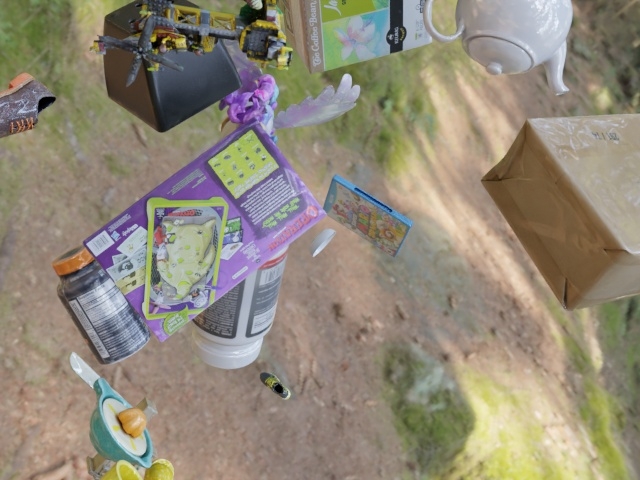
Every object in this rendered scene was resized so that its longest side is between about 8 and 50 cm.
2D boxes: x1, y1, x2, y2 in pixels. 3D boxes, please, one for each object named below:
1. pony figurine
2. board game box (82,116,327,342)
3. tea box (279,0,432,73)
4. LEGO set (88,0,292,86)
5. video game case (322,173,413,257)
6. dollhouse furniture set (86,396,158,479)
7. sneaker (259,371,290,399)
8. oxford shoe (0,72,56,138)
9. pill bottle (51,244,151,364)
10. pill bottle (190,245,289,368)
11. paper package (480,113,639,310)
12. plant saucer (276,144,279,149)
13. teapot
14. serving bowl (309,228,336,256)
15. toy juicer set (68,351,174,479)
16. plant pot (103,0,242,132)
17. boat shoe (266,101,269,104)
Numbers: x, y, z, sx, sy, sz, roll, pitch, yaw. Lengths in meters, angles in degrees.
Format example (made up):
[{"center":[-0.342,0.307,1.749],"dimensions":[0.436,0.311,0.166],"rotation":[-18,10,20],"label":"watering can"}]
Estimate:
[{"center":[-0.140,-0.242,1.677],"dimensions":[0.303,0.351,0.363],"rotation":[30,66,-22],"label":"pony figurine"},{"center":[-0.186,-0.020,1.356],"dimensions":[0.208,0.347,0.056],"rotation":[54,-10,-5],"label":"board game box"},{"center":[0.075,-0.609,1.911],"dimensions":[0.220,0.324,0.329],"rotation":[-118,-164,-45],"label":"tea box"},{"center":[-0.118,-0.316,0.976],"dimensions":[0.255,0.331,0.192],"rotation":[11,44,-19],"label":"LEGO set"},{"center":[0.084,-0.043,1.518],"dimensions":[0.166,0.015,0.119],"rotation":[33,-30,8],"label":"video game case"},{"center":[-0.373,0.450,1.687],"dimensions":[0.101,0.182,0.161],"rotation":[44,1,-28],"label":"dollhouse furniture set"},{"center":[-0.099,0.309,1.777],"dimensions":[0.083,0.031,0.035],"rotation":[33,-14,24],"label":"sneaker"},{"center":[-0.703,-0.284,1.882],"dimensions":[0.098,0.097,0.271],"rotation":[29,48,-5],"label":"oxford shoe"},{"center":[-0.472,0.131,1.752],"dimensions":[0.130,0.130,0.245],"rotation":[-85,151,-71],"label":"pill bottle"},{"center":[-0.200,0.111,1.912],"dimensions":[0.210,0.362,0.210],"rotation":[9,35,-6],"label":"pill bottle"},{"center":[0.499,-0.062,1.426],"dimensions":[0.325,0.168,0.309],"rotation":[-9,56,-31],"label":"paper package"},{"center":[-0.082,-0.091,1.555],"dimensions":[0.192,0.018,0.067],"rotation":[99,-27,-53],"label":"plant saucer"},{"center":[0.374,-0.427,1.682],"dimensions":[0.256,0.187,0.252],"rotation":[16,-12,36],"label":"teapot"},{"center":[0.000,0.000,1.991],"dimensions":[0.027,0.083,0.083],"rotation":[43,13,8],"label":"serving bowl"},{"center":[-0.313,0.334,1.399],"dimensions":[0.209,0.089,0.329],"rotation":[49,7,-44],"label":"toy juicer set"},{"center":[-0.280,-0.333,1.466],"dimensions":[0.187,0.188,0.167],"rotation":[34,-30,36],"label":"plant pot"},{"center":[-0.168,-0.347,2.115],"dimensions":[0.035,0.100,0.035],"rotation":[101,-14,-70],"label":"boat shoe"}]
